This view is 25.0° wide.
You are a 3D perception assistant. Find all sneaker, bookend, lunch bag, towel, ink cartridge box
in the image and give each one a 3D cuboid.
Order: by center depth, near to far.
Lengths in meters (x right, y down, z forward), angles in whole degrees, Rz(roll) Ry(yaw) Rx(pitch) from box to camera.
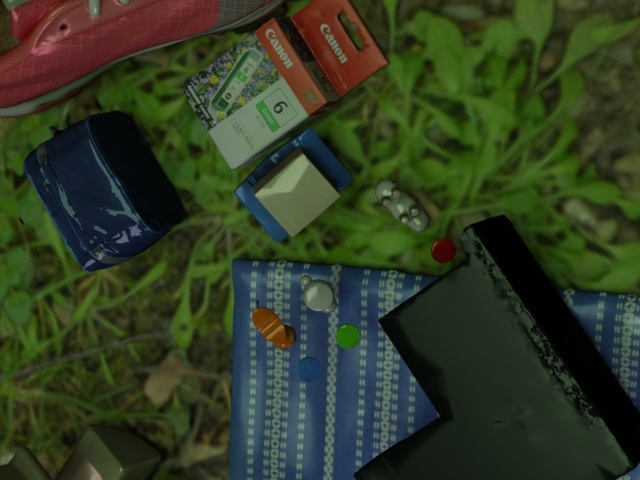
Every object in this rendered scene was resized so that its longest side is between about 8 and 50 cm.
[{"bbox_3d":[0.079,0.095,0.825,0.157,0.072,0.156,-37,82,21],"label":"bookend"},{"bbox_3d":[-0.123,-0.152,0.851,0.314,0.136,0.116,-26,91,21],"label":"sneaker"},{"bbox_3d":[0.097,0.144,0.876,0.336,0.040,0.243,6,100,19],"label":"towel"},{"bbox_3d":[-0.023,-0.100,0.881,0.115,0.029,0.063,-33,87,22],"label":"ink cartridge box"},{"bbox_3d":[-0.142,-0.033,0.914,0.065,0.067,0.098,-31,87,21],"label":"lunch bag"}]

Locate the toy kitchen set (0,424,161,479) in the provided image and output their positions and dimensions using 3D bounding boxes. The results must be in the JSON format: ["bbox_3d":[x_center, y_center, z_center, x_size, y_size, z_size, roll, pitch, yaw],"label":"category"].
[{"bbox_3d":[-0.142,0.237,0.891,0.207,0.166,0.122,46,119,24],"label":"toy kitchen set"}]

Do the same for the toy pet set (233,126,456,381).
[{"bbox_3d":[0.000,0.000,0.875,0.122,0.065,0.114,-40,100,4],"label":"toy pet set"}]
